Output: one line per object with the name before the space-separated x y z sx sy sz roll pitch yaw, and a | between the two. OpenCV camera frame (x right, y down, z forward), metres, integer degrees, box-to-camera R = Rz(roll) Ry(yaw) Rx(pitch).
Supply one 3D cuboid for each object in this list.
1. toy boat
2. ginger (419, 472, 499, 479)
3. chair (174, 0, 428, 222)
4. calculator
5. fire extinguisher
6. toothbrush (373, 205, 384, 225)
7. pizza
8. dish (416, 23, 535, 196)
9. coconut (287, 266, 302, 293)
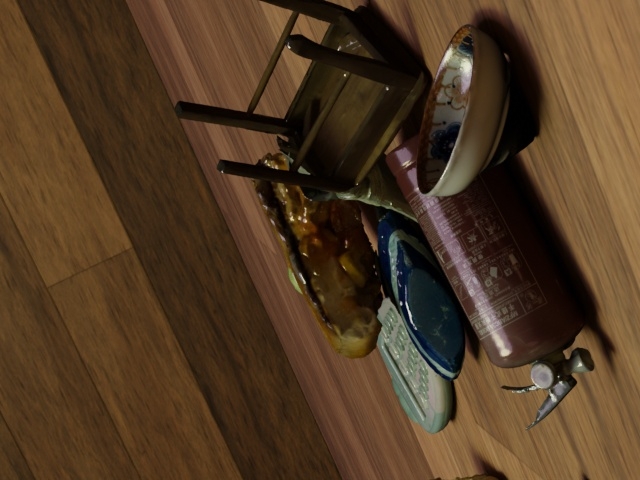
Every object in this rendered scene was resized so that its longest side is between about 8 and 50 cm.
toy boat | 0.109 0.055 1.767 0.291 0.067 0.220 -130 17 -78
ginger | 0.219 0.426 1.910 0.276 0.130 0.221 43 125 16
chair | 0.038 -0.123 1.437 0.186 0.319 0.160 -61 39 21
calculator | 0.133 0.177 2.016 0.184 0.042 0.295 61 168 23
fire extinguisher | 0.154 0.027 1.244 0.269 0.105 0.105 63 171 6
toothbrush | 0.084 -0.018 1.828 0.162 0.014 0.017 62 157 12
pizza | 0.000 0.000 1.798 0.409 0.114 0.277 -118 8 -68
dish | 0.134 -0.096 1.141 0.141 0.078 0.141 -168 90 -80
coconut | -0.013 0.050 2.387 0.096 0.088 0.088 179 65 -86
